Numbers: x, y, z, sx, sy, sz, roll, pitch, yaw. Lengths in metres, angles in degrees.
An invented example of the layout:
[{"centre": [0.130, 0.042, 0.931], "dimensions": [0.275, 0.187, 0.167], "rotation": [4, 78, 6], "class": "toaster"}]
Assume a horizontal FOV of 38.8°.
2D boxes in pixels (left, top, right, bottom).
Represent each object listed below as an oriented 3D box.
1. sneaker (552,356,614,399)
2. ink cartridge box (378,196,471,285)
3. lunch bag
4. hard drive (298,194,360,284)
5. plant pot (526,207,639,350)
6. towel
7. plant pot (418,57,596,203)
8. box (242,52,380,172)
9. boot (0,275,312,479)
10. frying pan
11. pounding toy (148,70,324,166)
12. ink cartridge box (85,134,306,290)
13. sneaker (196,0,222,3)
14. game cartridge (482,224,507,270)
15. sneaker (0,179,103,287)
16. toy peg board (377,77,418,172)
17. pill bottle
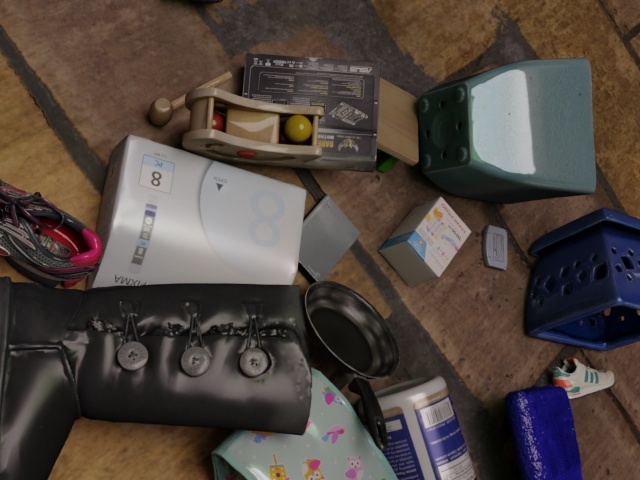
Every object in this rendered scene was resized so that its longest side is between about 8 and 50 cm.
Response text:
[{"centre": [0.520, 0.264, 1.797], "dimensions": [0.161, 0.057, 0.075], "rotation": [-11, 89, -32], "class": "sneaker"}, {"centre": [0.193, -0.004, 1.636], "dimensions": [0.092, 0.090, 0.143], "rotation": [48, 58, -13], "class": "ink cartridge box"}, {"centre": [-0.027, 0.351, 1.357], "dimensions": [0.223, 0.160, 0.262], "rotation": [-37, 104, -34], "class": "lunch bag"}, {"centre": [0.000, 0.000, 1.551], "dimensions": [0.094, 0.022, 0.135], "rotation": [48, 57, -13], "class": "hard drive"}, {"centre": [0.554, 0.074, 1.772], "dimensions": [0.235, 0.236, 0.212], "rotation": [13, 63, -30], "class": "plant pot"}, {"centre": [0.422, 0.413, 1.628], "dimensions": [0.227, 0.076, 0.309], "rotation": [8, 67, -62], "class": "towel"}, {"centre": [0.319, -0.199, 1.664], "dimensions": [0.252, 0.247, 0.248], "rotation": [-1, 88, -30], "class": "plant pot"}, {"centre": [-0.017, -0.214, 1.515], "dimensions": [0.230, 0.056, 0.183], "rotation": [3, 73, -2], "class": "box"}, {"centre": [-0.230, 0.234, 1.213], "dimensions": [0.444, 0.146, 0.367], "rotation": [5, 77, -22], "class": "boot"}, {"centre": [0.073, 0.199, 1.452], "dimensions": [0.197, 0.053, 0.326], "rotation": [9, 44, -46], "class": "frying pan"}, {"centre": [-0.129, -0.205, 1.385], "dimensions": [0.269, 0.154, 0.155], "rotation": [4, 81, -6], "class": "pounding toy"}, {"centre": [-0.189, 0.065, 1.369], "dimensions": [0.308, 0.091, 0.385], "rotation": [16, 68, -29], "class": "ink cartridge box"}, {"centre": [-0.217, -0.531, 1.524], "dimensions": [0.124, 0.107, 0.284], "rotation": [1, 80, -48], "class": "sneaker"}, {"centre": [0.341, 0.014, 1.774], "dimensions": [0.056, 0.017, 0.083], "rotation": [16, 69, -33], "class": "game cartridge"}, {"centre": [-0.432, -0.040, 1.226], "dimensions": [0.299, 0.112, 0.121], "rotation": [26, 64, -24], "class": "sneaker"}, {"centre": [0.091, -0.214, 1.649], "dimensions": [0.161, 0.079, 0.161], "rotation": [24, 50, -27], "class": "toy peg board"}, {"centre": [0.168, 0.366, 1.481], "dimensions": [0.153, 0.153, 0.265], "rotation": [-14, 85, -35], "class": "pill bottle"}]
